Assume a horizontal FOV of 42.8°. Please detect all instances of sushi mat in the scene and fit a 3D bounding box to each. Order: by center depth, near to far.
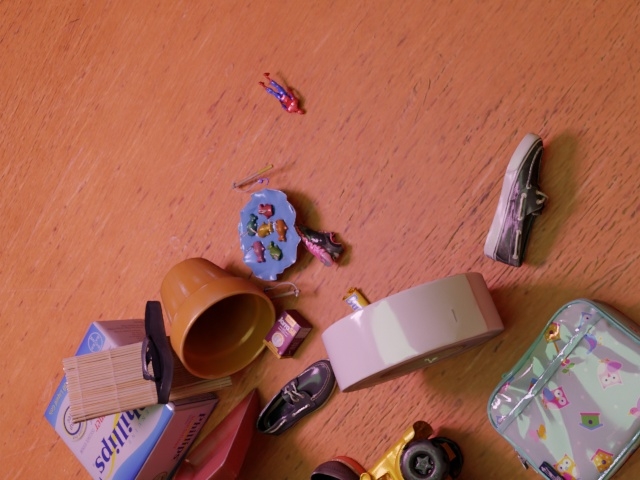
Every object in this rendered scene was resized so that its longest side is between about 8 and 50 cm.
[{"bbox_3d":[-0.340,0.260,1.618,0.019,0.316,0.151,98,154,-45],"label":"sushi mat"}]

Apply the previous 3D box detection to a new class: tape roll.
[{"bbox_3d":[0.149,0.151,1.320,0.286,0.286,0.100,-28,72,27],"label":"tape roll"}]

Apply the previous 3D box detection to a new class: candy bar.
[{"bbox_3d":[0.098,0.152,1.508,0.040,0.018,0.161,-49,65,20],"label":"candy bar"}]

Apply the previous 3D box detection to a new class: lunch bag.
[{"bbox_3d":[0.399,0.240,1.262,0.224,0.107,0.279,42,109,26],"label":"lunch bag"}]

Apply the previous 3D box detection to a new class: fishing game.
[{"bbox_3d":[-0.110,-0.010,1.612,0.189,0.041,0.264,-16,81,46],"label":"fishing game"}]

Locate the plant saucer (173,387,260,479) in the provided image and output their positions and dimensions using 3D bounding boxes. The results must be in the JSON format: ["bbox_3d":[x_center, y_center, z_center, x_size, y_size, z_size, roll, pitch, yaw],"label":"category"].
[{"bbox_3d":[-0.214,0.439,1.577,0.047,0.259,0.258,40,111,-6],"label":"plant saucer"}]

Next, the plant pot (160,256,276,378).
[{"bbox_3d":[-0.222,0.135,1.616,0.188,0.205,0.205,43,110,42],"label":"plant pot"}]

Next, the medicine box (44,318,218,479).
[{"bbox_3d":[-0.405,0.355,1.732,0.289,0.149,0.264,40,108,28],"label":"medicine box"}]

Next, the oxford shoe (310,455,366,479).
[{"bbox_3d":[0.090,0.493,1.445,0.271,0.098,0.097,33,104,29],"label":"oxford shoe"}]

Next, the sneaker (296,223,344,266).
[{"bbox_3d":[0.000,0.000,1.569,0.057,0.047,0.119,-41,55,-11],"label":"sneaker"}]

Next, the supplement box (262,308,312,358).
[{"bbox_3d":[-0.064,0.183,1.592,0.055,0.043,0.083,43,108,28],"label":"supplement box"}]

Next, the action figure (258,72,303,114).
[{"bbox_3d":[-0.074,-0.289,1.634,0.115,0.030,0.038,46,116,20],"label":"action figure"}]

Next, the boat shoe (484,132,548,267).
[{"bbox_3d":[0.337,-0.064,1.342,0.070,0.077,0.220,22,107,32],"label":"boat shoe"}]

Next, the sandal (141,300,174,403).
[{"bbox_3d":[-0.326,0.220,1.582,0.254,0.054,0.097,-117,35,-50],"label":"sandal"}]

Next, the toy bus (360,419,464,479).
[{"bbox_3d":[0.164,0.443,1.349,0.211,0.149,0.220,-41,68,7],"label":"toy bus"}]

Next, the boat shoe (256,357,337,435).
[{"bbox_3d":[-0.046,0.304,1.560,0.206,0.065,0.075,-47,65,21],"label":"boat shoe"}]
